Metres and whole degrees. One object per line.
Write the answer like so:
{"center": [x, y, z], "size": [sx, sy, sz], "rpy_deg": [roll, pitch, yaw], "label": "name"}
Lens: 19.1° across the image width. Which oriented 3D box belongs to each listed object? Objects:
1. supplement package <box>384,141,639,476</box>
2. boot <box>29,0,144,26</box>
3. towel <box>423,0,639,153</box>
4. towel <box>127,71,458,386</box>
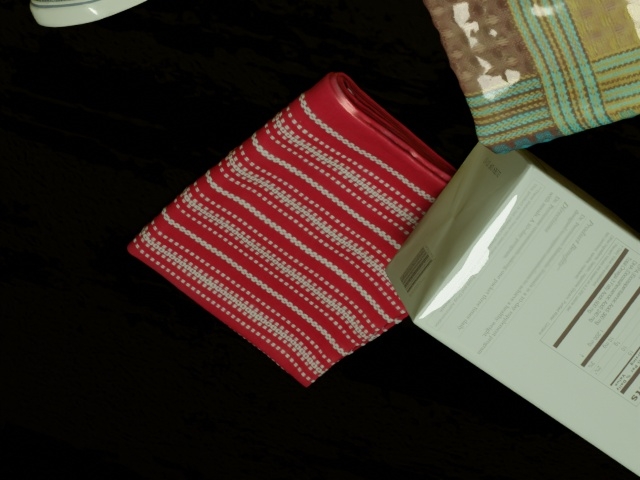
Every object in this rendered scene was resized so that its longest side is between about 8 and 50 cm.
{"center": [0.188, 0.052, 1.323], "size": [0.244, 0.139, 0.134], "rpy_deg": [34, 98, -13], "label": "supplement package"}
{"center": [-0.125, -0.209, 1.278], "size": [0.190, 0.069, 0.086], "rpy_deg": [-15, 119, 20], "label": "boot"}
{"center": [0.212, -0.215, 1.100], "size": [0.370, 0.040, 0.271], "rpy_deg": [-17, 106, 28], "label": "towel"}
{"center": [0.000, 0.000, 1.449], "size": [0.199, 0.031, 0.275], "rpy_deg": [39, 133, -16], "label": "towel"}
